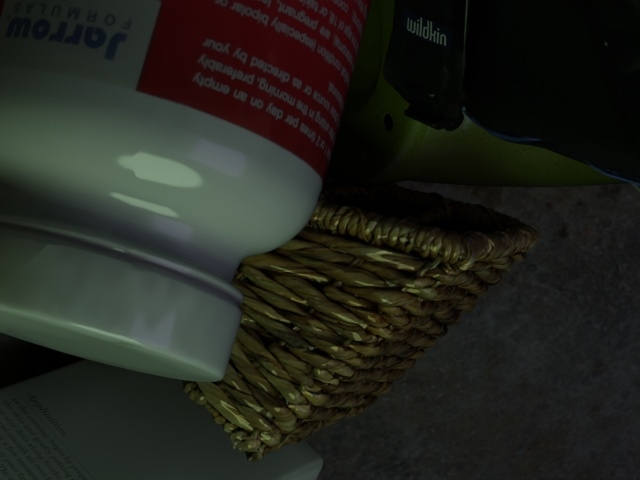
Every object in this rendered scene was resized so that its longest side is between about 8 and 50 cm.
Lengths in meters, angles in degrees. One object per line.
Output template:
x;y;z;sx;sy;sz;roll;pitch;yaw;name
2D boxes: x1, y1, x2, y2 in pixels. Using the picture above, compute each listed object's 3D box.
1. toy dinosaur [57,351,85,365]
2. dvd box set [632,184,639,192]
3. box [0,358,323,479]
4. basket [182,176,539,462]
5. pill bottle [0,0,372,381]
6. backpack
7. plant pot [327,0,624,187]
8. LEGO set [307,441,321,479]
-0.181;0.061;1.413;0.112;0.064;0.211;-51;145;-10;toy dinosaur
0.383;-0.213;1.613;0.062;0.307;0.420;-6;138;-48;dvd box set
-0.199;0.228;1.385;0.345;0.168;0.215;-17;143;-45;box
0.000;0.000;1.407;0.223;0.213;0.299;-45;169;15;basket
-0.089;-0.133;1.138;0.229;0.229;0.407;31;70;-56;pill bottle
0.179;-0.185;1.131;0.213;0.276;0.263;-35;124;-30;backpack
0.147;-0.188;1.427;0.353;0.366;0.366;-15;127;-32;plant pot
-0.031;0.250;1.710;0.132;0.107;0.287;-19;130;-44;LEGO set
